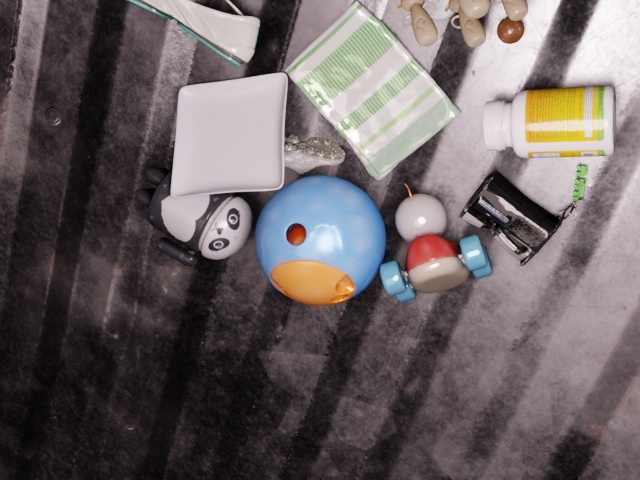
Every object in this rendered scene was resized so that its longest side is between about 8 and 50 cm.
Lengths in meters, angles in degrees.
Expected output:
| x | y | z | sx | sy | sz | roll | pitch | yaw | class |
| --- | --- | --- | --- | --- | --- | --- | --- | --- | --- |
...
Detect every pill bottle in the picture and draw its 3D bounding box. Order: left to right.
| x | y | z | sx | sy | sz | roll | pitch | yaw | class |
| --- | --- | --- | --- | --- | --- | --- | --- | --- | --- |
| 0.454 | -0.232 | 1.709 | 0.246 | 0.136 | 0.136 | 0 | 110 | 21 | pill bottle |

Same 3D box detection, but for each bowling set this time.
| x | y | z | sx | sy | sz | roll | pitch | yaw | class |
| --- | --- | --- | --- | --- | --- | --- | --- | --- | --- |
| 0.309 | -0.470 | 1.682 | 0.287 | 0.200 | 0.154 | -27 | 63 | 20 | bowling set |

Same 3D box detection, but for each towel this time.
| x | y | z | sx | sy | sz | roll | pitch | yaw | class |
| --- | --- | --- | --- | --- | --- | --- | --- | --- | --- |
| 0.105 | -0.321 | 1.868 | 0.248 | 0.038 | 0.325 | -40 | 93 | 28 | towel |

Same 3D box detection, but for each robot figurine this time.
| x | y | z | sx | sy | sz | roll | pitch | yaw | class |
| --- | --- | --- | --- | --- | --- | --- | --- | --- | --- |
| -0.297 | -0.070 | 2.043 | 0.278 | 0.173 | 0.209 | 31 | 139 | 8 | robot figurine |

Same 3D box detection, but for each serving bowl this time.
| x | y | z | sx | sy | sz | roll | pitch | yaw | class |
| --- | --- | --- | --- | --- | --- | --- | --- | --- | --- |
| 0.238 | -0.488 | 1.754 | 0.083 | 0.027 | 0.083 | 8 | 112 | 19 | serving bowl |

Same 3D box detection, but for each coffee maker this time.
| x | y | z | sx | sy | sz | roll | pitch | yaw | class |
| --- | --- | --- | --- | --- | --- | --- | --- | --- | --- |
| 0.410 | -0.065 | 1.819 | 0.178 | 0.120 | 0.171 | 39 | 96 | 2 | coffee maker |

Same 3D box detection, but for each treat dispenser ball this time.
| x | y | z | sx | sy | sz | roll | pitch | yaw | class |
| --- | --- | --- | --- | --- | --- | --- | --- | --- | --- |
| 0.000 | 0.000 | 1.892 | 0.288 | 0.288 | 0.288 | 8 | 113 | 18 | treat dispenser ball |

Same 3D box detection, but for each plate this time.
| x | y | z | sx | sy | sz | roll | pitch | yaw | class |
| --- | --- | --- | --- | --- | --- | --- | --- | --- | --- |
| -0.200 | -0.231 | 1.953 | 0.277 | 0.045 | 0.278 | -4 | 74 | 20 | plate |

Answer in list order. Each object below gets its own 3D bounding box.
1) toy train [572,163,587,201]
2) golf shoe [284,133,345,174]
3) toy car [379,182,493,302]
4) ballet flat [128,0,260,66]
| x | y | z | sx | sy | sz | roll | pitch | yaw | class |
| --- | --- | --- | --- | --- | --- | --- | --- | --- | --- |
| 0.538 | -0.119 | 1.790 | 0.024 | 0.017 | 0.083 | 4 | 112 | 8 | toy train |
| -0.025 | -0.188 | 1.967 | 0.176 | 0.069 | 0.086 | 13 | 135 | 19 | golf shoe |
| 0.232 | -0.014 | 1.886 | 0.219 | 0.210 | 0.238 | -18 | 74 | 13 | toy car |
| -0.307 | -0.531 | 1.909 | 0.400 | 0.139 | 0.139 | 30 | 118 | 3 | ballet flat |
